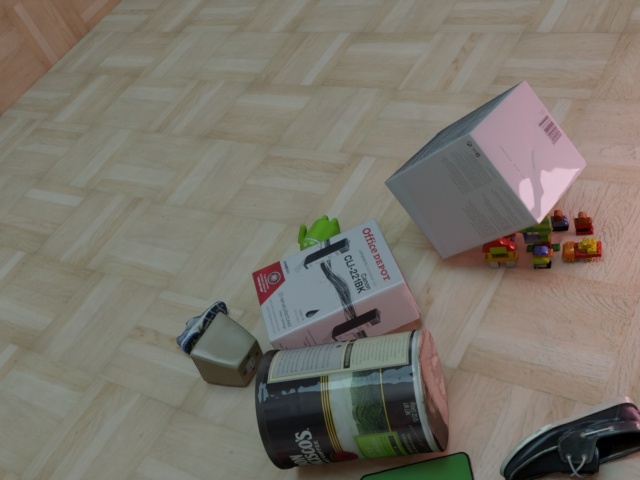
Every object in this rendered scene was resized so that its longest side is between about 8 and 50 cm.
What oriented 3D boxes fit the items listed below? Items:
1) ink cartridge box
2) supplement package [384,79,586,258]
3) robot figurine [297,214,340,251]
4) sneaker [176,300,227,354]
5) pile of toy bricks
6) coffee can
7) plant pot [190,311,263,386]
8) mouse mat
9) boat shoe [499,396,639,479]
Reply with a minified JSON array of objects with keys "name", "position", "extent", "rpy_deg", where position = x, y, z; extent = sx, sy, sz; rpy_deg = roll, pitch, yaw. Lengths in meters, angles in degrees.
[{"name":"ink cartridge box","position":[0.027,0.103,1.499],"extent":[0.272,0.114,0.197],"rpy_deg":[-24,41,2]},{"name":"supplement package","position":[0.303,-0.125,1.467],"extent":[0.198,0.199,0.262],"rpy_deg":[-44,9,-32]},{"name":"robot figurine","position":[0.000,0.000,1.696],"extent":[0.101,0.067,0.115],"rpy_deg":[18,57,25]},{"name":"sneaker","position":[-0.256,0.176,1.663],"extent":[0.058,0.052,0.135],"rpy_deg":[19,58,44]},{"name":"pile of toy bricks","position":[0.413,-0.020,1.475],"extent":[0.212,0.105,0.118],"rpy_deg":[-4,46,23]},{"name":"coffee can","position":[0.056,0.262,1.300],"extent":[0.275,0.201,0.202],"rpy_deg":[-11,44,17]},{"name":"plant pot","position":[-0.174,0.224,1.538],"extent":[0.096,0.109,0.109],"rpy_deg":[18,57,24]},{"name":"mouse mat","position":[0.156,0.420,1.237],"extent":[0.189,0.007,0.153],"rpy_deg":[-18,42,12]},{"name":"boat shoe","position":[0.382,0.313,1.171],"extent":[0.233,0.084,0.079],"rpy_deg":[-23,41,0]}]
